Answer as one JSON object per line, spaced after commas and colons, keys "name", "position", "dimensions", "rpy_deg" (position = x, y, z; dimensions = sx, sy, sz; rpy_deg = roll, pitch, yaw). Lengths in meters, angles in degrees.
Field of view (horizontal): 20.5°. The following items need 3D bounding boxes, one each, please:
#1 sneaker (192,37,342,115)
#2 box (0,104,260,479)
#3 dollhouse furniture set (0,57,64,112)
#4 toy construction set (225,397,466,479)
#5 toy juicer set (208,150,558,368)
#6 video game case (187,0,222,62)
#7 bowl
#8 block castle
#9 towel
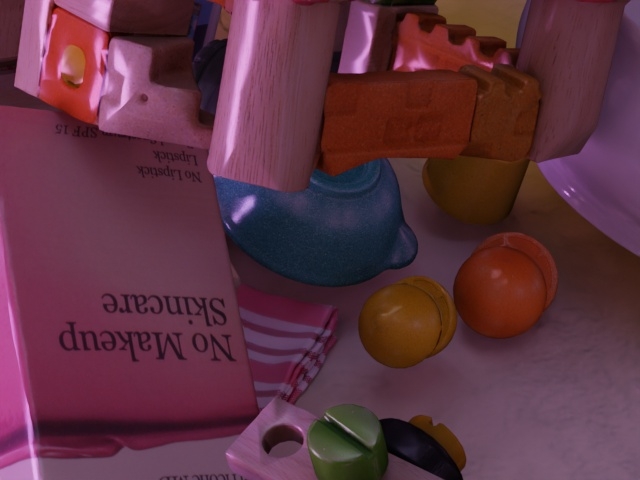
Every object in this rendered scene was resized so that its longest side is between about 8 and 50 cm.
{"name": "sneaker", "position": [-0.020, -0.101, 1.275], "dimensions": [0.130, 0.109, 0.286], "rpy_deg": [20, 48, 12]}
{"name": "box", "position": [-0.133, 0.059, 0.972], "dimensions": [0.148, 0.127, 0.232], "rpy_deg": [3, 66, -39]}
{"name": "dollhouse furniture set", "position": [-0.221, -0.132, 1.363], "dimensions": [0.303, 0.174, 0.356], "rpy_deg": [-13, 71, -30]}
{"name": "toy construction set", "position": [0.009, 0.220, 0.807], "dimensions": [0.257, 0.237, 0.309], "rpy_deg": [-19, 45, -18]}
{"name": "toy juicer set", "position": [0.000, 0.000, 1.139], "dimensions": [0.329, 0.089, 0.209], "rpy_deg": [4, 50, -22]}
{"name": "video game case", "position": [-0.157, -0.211, 1.316], "dimensions": [0.183, 0.023, 0.201], "rpy_deg": [21, 56, -15]}
{"name": "bowl", "position": [0.234, -0.071, 1.161], "dimensions": [0.298, 0.134, 0.298], "rpy_deg": [30, 22, -13]}
{"name": "block castle", "position": [-0.053, -0.204, 1.054], "dimensions": [0.303, 0.213, 0.453], "rpy_deg": [-6, 25, -40]}
{"name": "towel", "position": [-0.092, 0.088, 1.116], "dimensions": [0.144, 0.029, 0.197], "rpy_deg": [17, 45, 22]}
